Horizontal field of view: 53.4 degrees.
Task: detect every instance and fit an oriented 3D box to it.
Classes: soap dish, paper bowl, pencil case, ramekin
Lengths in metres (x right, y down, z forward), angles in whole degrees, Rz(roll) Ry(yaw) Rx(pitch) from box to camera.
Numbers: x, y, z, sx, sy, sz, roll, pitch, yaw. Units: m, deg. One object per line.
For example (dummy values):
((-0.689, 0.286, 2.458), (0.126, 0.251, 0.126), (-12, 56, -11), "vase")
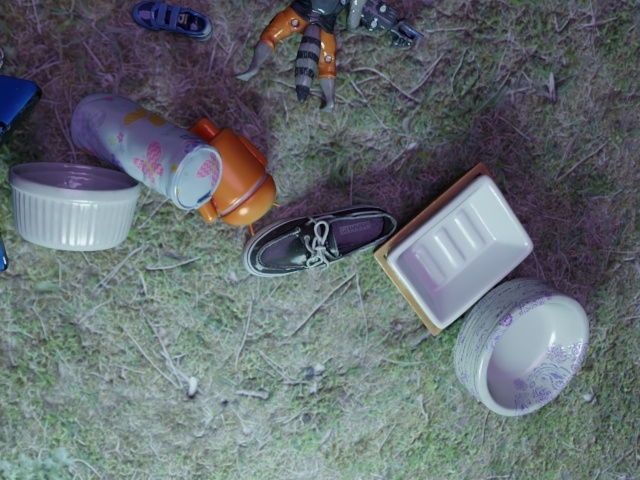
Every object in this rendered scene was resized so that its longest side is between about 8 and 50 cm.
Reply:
((0.269, 0.015, 1.305), (0.291, 0.118, 0.229), (-40, 108, -7), "soap dish")
((0.405, 0.210, 1.336), (0.285, 0.148, 0.284), (-11, 116, -22), "paper bowl")
((-0.295, -0.152, 1.068), (0.113, 0.273, 0.124), (-29, 139, -50), "pencil case")
((-0.413, -0.058, 1.075), (0.207, 0.207, 0.108), (6, 105, -16), "ramekin")

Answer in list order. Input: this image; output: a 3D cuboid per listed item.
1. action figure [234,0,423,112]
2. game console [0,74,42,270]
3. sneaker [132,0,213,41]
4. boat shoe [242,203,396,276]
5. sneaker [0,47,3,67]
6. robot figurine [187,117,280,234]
((0.040, -0.401, 1.165), (0.342, 0.178, 0.330), (19, 102, -15), "action figure")
((-0.568, -0.125, 1.019), (0.250, 0.293, 0.173), (-62, 151, -23), "game console")
((-0.262, -0.397, 1.138), (0.144, 0.059, 0.053), (8, 98, -15), "sneaker")
((0.001, 0.004, 1.241), (0.307, 0.105, 0.113), (-11, 100, -14), "boat shoe")
((-0.617, -0.316, 1.048), (0.170, 0.071, 0.068), (11, 95, -17), "sneaker")
((-0.171, -0.115, 1.167), (0.128, 0.158, 0.219), (-37, 107, 15), "robot figurine")
